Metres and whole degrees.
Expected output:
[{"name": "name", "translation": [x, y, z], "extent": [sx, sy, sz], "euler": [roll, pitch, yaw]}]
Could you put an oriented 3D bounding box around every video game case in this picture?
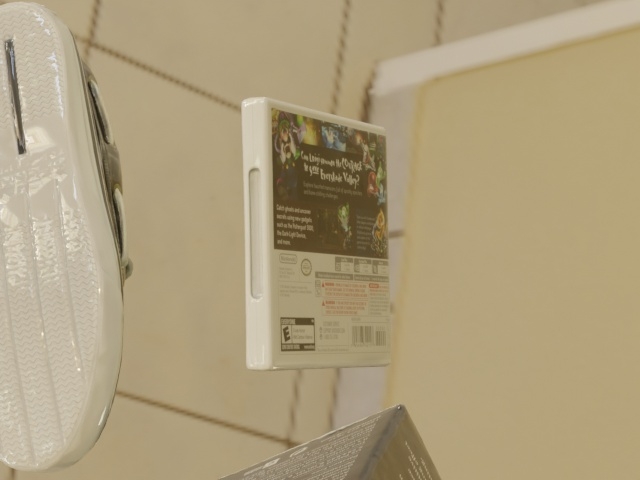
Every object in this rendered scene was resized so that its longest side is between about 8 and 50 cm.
[{"name": "video game case", "translation": [0.000, 0.000, 1.195], "extent": [0.190, 0.022, 0.173], "euler": [6, 82, -63]}]

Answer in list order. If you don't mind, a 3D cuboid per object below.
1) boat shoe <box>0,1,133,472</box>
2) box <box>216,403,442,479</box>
[{"name": "boat shoe", "translation": [-0.178, -0.002, 1.245], "extent": [0.119, 0.121, 0.335], "euler": [31, 53, -64]}, {"name": "box", "translation": [0.010, 0.353, 1.456], "extent": [0.294, 0.212, 0.395], "euler": [64, 15, -5]}]
